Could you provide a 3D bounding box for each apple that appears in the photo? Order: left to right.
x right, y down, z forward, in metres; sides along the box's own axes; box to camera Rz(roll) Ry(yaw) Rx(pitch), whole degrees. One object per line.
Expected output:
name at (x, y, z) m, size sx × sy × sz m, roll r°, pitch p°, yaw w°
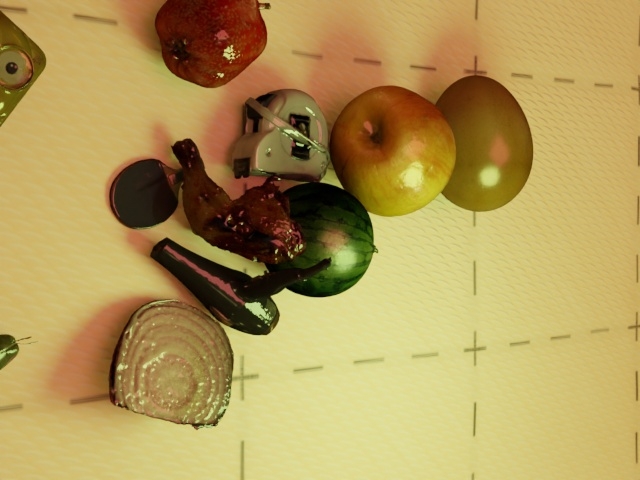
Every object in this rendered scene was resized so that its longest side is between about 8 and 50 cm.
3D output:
apple at (0.151, -0.195, 2.220) m, size 0.233 × 0.286 × 0.286 m, roll 37°, pitch 68°, yaw -57°

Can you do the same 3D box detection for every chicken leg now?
chicken leg at (-0.168, -0.067, 1.993) m, size 0.323 × 0.083 × 0.177 m, roll 23°, pitch 87°, yaw 2°

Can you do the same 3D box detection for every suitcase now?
suitcase at (-0.583, -0.283, 1.702) m, size 0.194 × 0.143 × 0.234 m, roll 44°, pitch 64°, yaw -31°

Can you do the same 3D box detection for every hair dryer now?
hair dryer at (-0.123, 0.058, 1.960) m, size 0.304 × 0.360 × 0.120 m, roll 42°, pitch 49°, yaw -28°

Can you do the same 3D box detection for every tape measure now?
tape measure at (-0.073, -0.217, 2.141) m, size 0.236 × 0.120 × 0.197 m, roll 3°, pitch 87°, yaw -43°

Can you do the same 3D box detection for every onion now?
onion at (-0.298, 0.245, 1.986) m, size 0.250 × 0.111 × 0.247 m, roll 21°, pitch 56°, yaw -27°

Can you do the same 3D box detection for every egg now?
egg at (0.372, -0.228, 2.415) m, size 0.250 × 0.250 × 0.322 m, roll 0°, pitch 86°, yaw -39°

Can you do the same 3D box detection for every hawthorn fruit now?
hawthorn fruit at (-0.193, -0.412, 1.990) m, size 0.253 × 0.205 × 0.205 m, roll -37°, pitch 114°, yaw -40°

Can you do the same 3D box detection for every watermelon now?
watermelon at (-0.005, -0.001, 2.125) m, size 0.242 × 0.242 × 0.242 m, roll -2°, pitch 92°, yaw -39°

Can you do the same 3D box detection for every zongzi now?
zongzi at (-0.561, 0.229, 1.783) m, size 0.154 × 0.062 × 0.130 m, roll -3°, pitch 76°, yaw -46°

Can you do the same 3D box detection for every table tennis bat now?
table tennis bat at (-0.315, -0.104, 2.008) m, size 0.220 × 0.019 × 0.130 m, roll -33°, pitch 112°, yaw -32°

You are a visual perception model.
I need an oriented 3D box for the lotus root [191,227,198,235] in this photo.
lotus root at (-0.218, -0.037, 2.069) m, size 0.099 × 0.049 × 0.054 m, roll -13°, pitch 98°, yaw -40°
